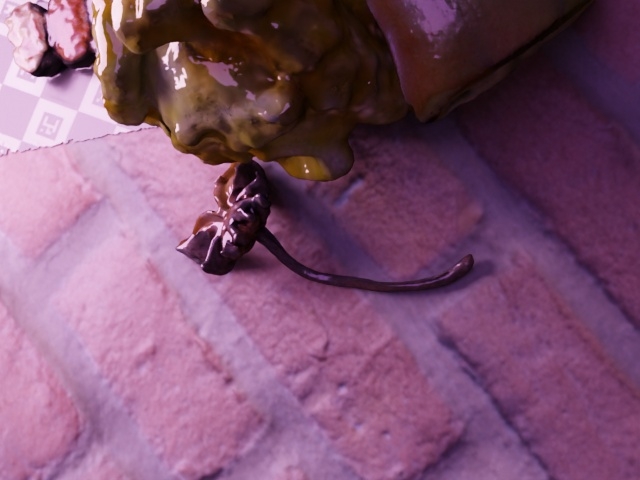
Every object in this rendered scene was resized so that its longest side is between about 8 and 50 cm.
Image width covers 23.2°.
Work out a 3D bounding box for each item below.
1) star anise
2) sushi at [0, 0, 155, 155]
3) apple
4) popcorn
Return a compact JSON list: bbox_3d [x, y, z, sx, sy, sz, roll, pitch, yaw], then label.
[{"bbox_3d":[0.000,0.000,1.513,0.227,0.218,0.148,31,53,-17],"label":"star anise"},{"bbox_3d":[-0.265,-0.230,1.628,0.290,0.050,0.264,-6,77,18],"label":"sushi"},{"bbox_3d":[0.146,-0.244,1.373,0.120,0.265,0.193,-27,97,51],"label":"apple"},{"bbox_3d":[-0.055,-0.186,1.426,0.279,0.335,0.274,-22,61,22],"label":"popcorn"}]
